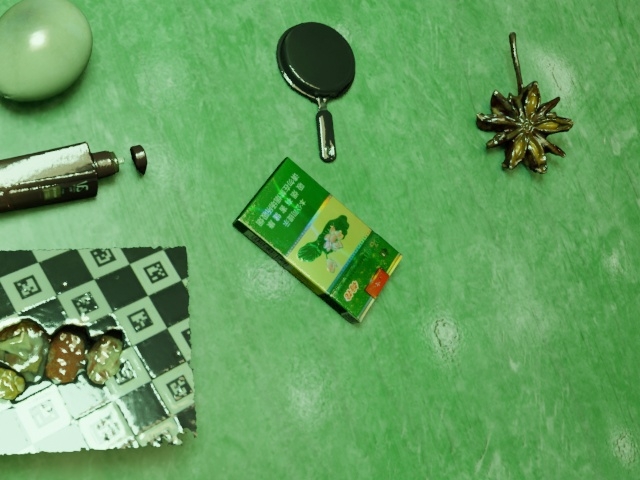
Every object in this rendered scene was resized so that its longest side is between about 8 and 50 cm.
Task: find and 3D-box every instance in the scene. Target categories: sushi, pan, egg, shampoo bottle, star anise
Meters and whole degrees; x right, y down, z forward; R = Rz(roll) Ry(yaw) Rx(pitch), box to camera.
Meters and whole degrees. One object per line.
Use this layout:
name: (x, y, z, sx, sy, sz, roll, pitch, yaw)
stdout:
sushi: (-0.302, 0.134, 0.846, 0.290, 0.050, 0.264, 0, 63, -21)
pan: (0.003, -0.238, 1.081, 0.136, 0.028, 0.235, -3, 79, -24)
egg: (-0.357, -0.242, 0.876, 0.114, 0.114, 0.152, 36, 70, -12)
shampoo bottle: (-0.338, -0.081, 0.875, 0.236, 0.068, 0.067, -16, 85, -24)
star anise: (0.367, -0.226, 1.208, 0.177, 0.073, 0.234, 24, 85, -8)

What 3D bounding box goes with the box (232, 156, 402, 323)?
box: (0.000, 0.000, 1.018, 0.235, 0.034, 0.132, 41, 65, -10)
